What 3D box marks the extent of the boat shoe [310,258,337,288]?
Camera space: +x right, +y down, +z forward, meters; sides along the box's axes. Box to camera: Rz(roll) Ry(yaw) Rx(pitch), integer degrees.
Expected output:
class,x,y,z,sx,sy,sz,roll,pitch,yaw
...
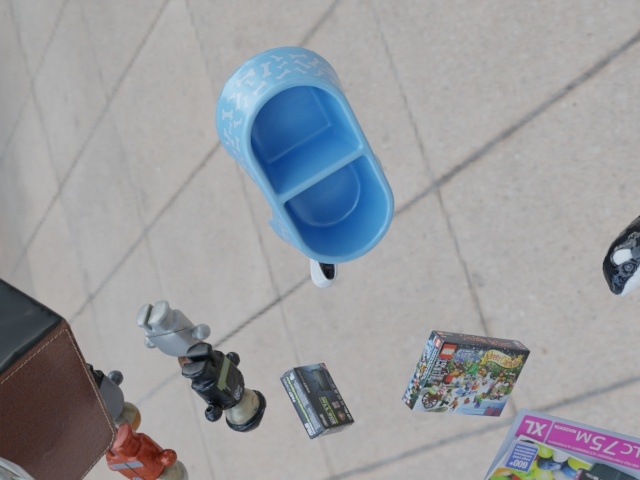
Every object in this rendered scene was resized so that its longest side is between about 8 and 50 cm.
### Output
class,x,y,z,sx,sy,sz,roll,pitch,yaw
boat shoe,0.000,0.000,2.062,0.063,0.066,0.184,144,125,-68

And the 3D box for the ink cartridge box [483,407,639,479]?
class,x,y,z,sx,sy,sz,roll,pitch,yaw
ink cartridge box,0.276,0.343,1.265,0.186,0.311,0.065,11,132,28

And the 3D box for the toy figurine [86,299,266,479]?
class,x,y,z,sx,sy,sz,roll,pitch,yaw
toy figurine,-0.200,0.206,1.357,0.209,0.213,0.148,36,167,48

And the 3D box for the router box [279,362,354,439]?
class,x,y,z,sx,sy,sz,roll,pitch,yaw
router box,-0.006,0.270,1.783,0.038,0.092,0.122,-40,69,29

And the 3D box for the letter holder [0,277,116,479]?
class,x,y,z,sx,sy,sz,roll,pitch,yaw
letter holder,-0.376,0.213,1.045,0.152,0.302,0.214,25,145,33

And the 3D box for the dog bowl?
class,x,y,z,sx,sy,sz,roll,pitch,yaw
dog bowl,-0.009,-0.093,1.292,0.297,0.166,0.074,61,177,-33

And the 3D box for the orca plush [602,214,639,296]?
class,x,y,z,sx,sy,sz,roll,pitch,yaw
orca plush,0.472,-0.054,1.369,0.287,0.151,0.102,-40,89,23

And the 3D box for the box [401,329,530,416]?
class,x,y,z,sx,sy,sz,roll,pitch,yaw
box,0.289,0.266,2.076,0.044,0.233,0.159,45,119,51

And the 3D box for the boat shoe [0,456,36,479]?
class,x,y,z,sx,sy,sz,roll,pitch,yaw
boat shoe,-0.144,0.181,0.503,0.335,0.119,0.121,14,75,39
